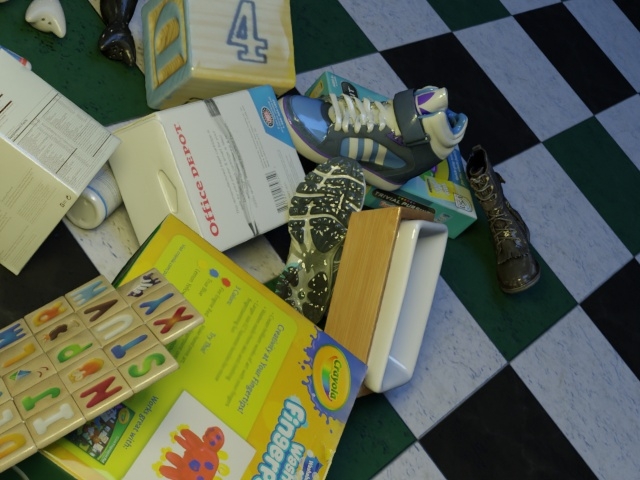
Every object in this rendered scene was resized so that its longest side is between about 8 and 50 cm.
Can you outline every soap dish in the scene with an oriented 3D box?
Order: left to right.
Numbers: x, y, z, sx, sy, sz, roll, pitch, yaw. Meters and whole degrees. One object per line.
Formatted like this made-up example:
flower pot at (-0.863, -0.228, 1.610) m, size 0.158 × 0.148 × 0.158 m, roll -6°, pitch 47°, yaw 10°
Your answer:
soap dish at (0.097, 0.088, 1.755) m, size 0.118 × 0.291 × 0.229 m, roll 14°, pitch 3°, yaw 19°

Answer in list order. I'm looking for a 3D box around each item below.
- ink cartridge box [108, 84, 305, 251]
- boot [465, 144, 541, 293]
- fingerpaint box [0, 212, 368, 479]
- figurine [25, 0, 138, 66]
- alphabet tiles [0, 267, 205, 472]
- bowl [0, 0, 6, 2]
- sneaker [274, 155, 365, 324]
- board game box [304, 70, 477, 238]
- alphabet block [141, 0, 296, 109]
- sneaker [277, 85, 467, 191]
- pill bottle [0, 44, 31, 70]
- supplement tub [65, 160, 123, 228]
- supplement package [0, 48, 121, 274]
ink cartridge box at (-0.167, -0.101, 1.752) m, size 0.307 × 0.129 × 0.223 m, roll -26°, pitch 97°, yaw -56°
boot at (0.347, -0.044, 2.224) m, size 0.229 × 0.091 × 0.263 m, roll 59°, pitch 18°, yaw -31°
fingerpaint box at (-0.175, 0.239, 1.467) m, size 0.371 × 0.163 × 0.445 m, roll 38°, pitch 39°, yaw -10°
figurine at (-0.406, -0.407, 1.910) m, size 0.214 × 0.092 × 0.210 m, roll 17°, pitch 50°, yaw -32°
alphabet tiles at (-0.312, 0.144, 1.304) m, size 0.285 × 0.342 × 0.011 m, roll 36°, pitch -28°, yaw 56°
bowl at (-0.547, -0.434, 1.796) m, size 0.142 × 0.053 × 0.142 m, roll 24°, pitch 25°, yaw -22°
sneaker at (0.000, 0.000, 1.806) m, size 0.110 × 0.283 × 0.122 m, roll 20°, pitch 4°, yaw 11°
board game box at (0.139, -0.167, 2.214) m, size 0.336 × 0.079 × 0.254 m, roll 19°, pitch 44°, yaw -32°
alphabet block at (-0.176, -0.331, 1.910) m, size 0.197 × 0.192 × 0.194 m, roll 2°, pitch 78°, yaw -32°
sneaker at (0.103, -0.221, 1.953) m, size 0.322 × 0.236 × 0.130 m, roll 25°, pitch 43°, yaw -34°
pill bottle at (-0.539, -0.254, 1.603) m, size 0.221 × 0.124 × 0.124 m, roll 28°, pitch 41°, yaw -21°
supplement tub at (-0.331, -0.070, 1.678) m, size 0.071 × 0.071 × 0.107 m, roll 43°, pitch 37°, yaw -5°
supplement package at (-0.421, -0.105, 1.520) m, size 0.203 × 0.194 × 0.149 m, roll 38°, pitch 37°, yaw -11°
